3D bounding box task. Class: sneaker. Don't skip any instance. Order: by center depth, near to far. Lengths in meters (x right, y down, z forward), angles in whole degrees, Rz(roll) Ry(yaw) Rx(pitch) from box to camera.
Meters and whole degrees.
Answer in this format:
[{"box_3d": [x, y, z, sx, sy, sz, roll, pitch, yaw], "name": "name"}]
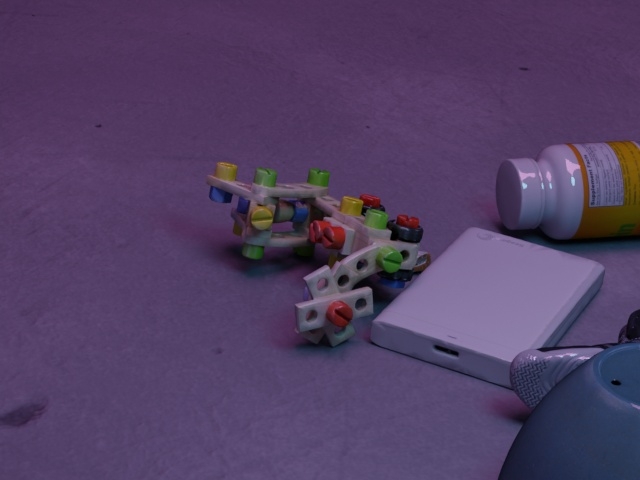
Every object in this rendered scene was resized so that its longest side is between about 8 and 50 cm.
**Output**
[{"box_3d": [0.345, 0.149, 1.862, 0.268, 0.101, 0.153, 8, 26, -7], "name": "sneaker"}, {"box_3d": [0.109, 0.033, 2.126, 0.083, 0.032, 0.037, -12, 18, -39], "name": "sneaker"}]

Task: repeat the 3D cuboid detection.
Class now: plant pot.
[{"box_3d": [0.329, 0.221, 1.610, 0.290, 0.195, 0.290, 4, 27, -2], "name": "plant pot"}]

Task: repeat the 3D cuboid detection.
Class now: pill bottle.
[{"box_3d": [0.381, -0.071, 2.248, 0.245, 0.136, 0.136, -3, 28, -15], "name": "pill bottle"}]

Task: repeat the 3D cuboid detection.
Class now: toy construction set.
[{"box_3d": [0.000, 0.000, 2.033, 0.215, 0.151, 0.328, 6, 28, -29], "name": "toy construction set"}]

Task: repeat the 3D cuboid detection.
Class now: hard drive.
[{"box_3d": [0.221, 0.080, 2.036, 0.203, 0.040, 0.307, 17, 30, 22], "name": "hard drive"}]
